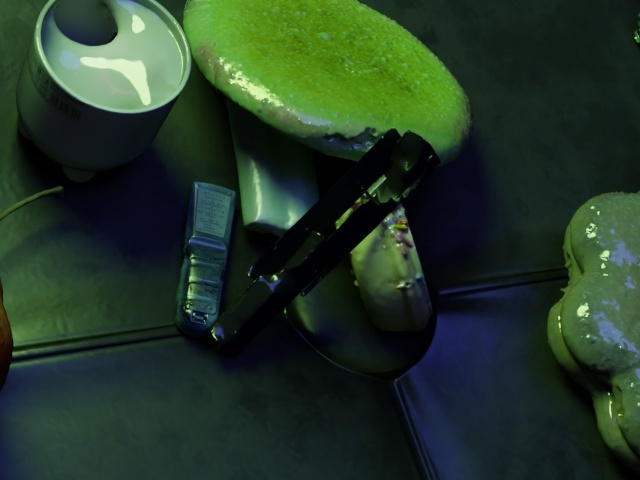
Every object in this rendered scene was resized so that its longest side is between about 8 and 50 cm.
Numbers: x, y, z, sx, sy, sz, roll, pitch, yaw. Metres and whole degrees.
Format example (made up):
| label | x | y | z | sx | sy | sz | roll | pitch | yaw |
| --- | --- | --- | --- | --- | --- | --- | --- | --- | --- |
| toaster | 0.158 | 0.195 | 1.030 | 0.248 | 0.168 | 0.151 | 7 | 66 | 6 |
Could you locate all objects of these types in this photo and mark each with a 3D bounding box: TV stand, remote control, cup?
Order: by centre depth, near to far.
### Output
| label | x | y | z | sx | sy | sz | roll | pitch | yaw |
| --- | --- | --- | --- | --- | --- | --- | --- | --- | --- |
| TV stand | 0.000 | 0.000 | 1.437 | 0.249 | 0.036 | 0.042 | -45 | 58 | -3 |
| cup | -0.207 | -0.145 | 1.443 | 0.134 | 0.142 | 0.173 | -26 | 74 | -33 |
| remote control | -0.102 | 0.016 | 1.466 | 0.044 | 0.027 | 0.152 | 10 | 55 | -8 |

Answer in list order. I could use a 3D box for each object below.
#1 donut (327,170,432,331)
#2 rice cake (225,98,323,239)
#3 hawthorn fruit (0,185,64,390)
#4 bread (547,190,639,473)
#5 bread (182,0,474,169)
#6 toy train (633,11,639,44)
| label | x | y | z | sx | sy | sz | roll | pitch | yaw |
| --- | --- | --- | --- | --- | --- | --- | --- | --- | --- |
| donut | 0.051 | 0.001 | 1.500 | 0.065 | 0.108 | 0.166 | -18 | 71 | 1 |
| rice cake | -0.048 | -0.097 | 1.549 | 0.080 | 0.042 | 0.221 | 7 | 58 | -27 |
| hawthorn fruit | -0.294 | 0.022 | 1.311 | 0.165 | 0.165 | 0.285 | 28 | 44 | -6 |
| bread | 0.318 | 0.115 | 1.553 | 0.183 | 0.102 | 0.337 | -22 | 74 | -29 |
| bread | 0.012 | -0.170 | 1.560 | 0.301 | 0.045 | 0.301 | 20 | 31 | -13 |
| toy train | 0.391 | -0.217 | 1.821 | 0.064 | 0.044 | 0.103 | -25 | 75 | -37 |
